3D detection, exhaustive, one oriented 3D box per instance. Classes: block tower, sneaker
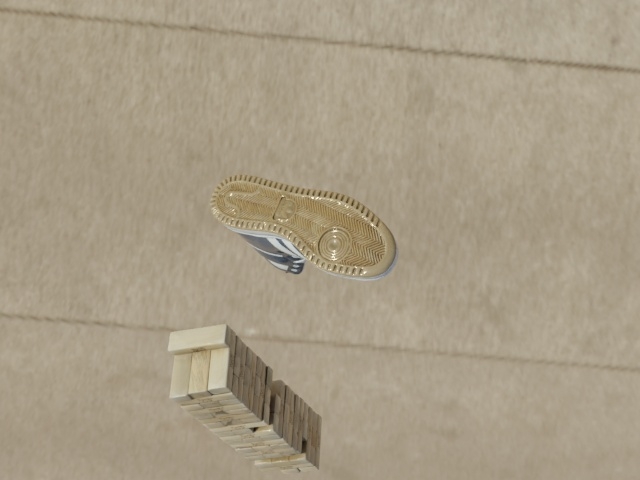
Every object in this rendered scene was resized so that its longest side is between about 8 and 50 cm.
[{"bbox_3d":[-0.103,0.238,1.600,0.091,0.097,0.335,-11,144,20],"label":"block tower"},{"bbox_3d":[0.000,0.000,1.477,0.282,0.099,0.153,21,167,31],"label":"sneaker"}]
